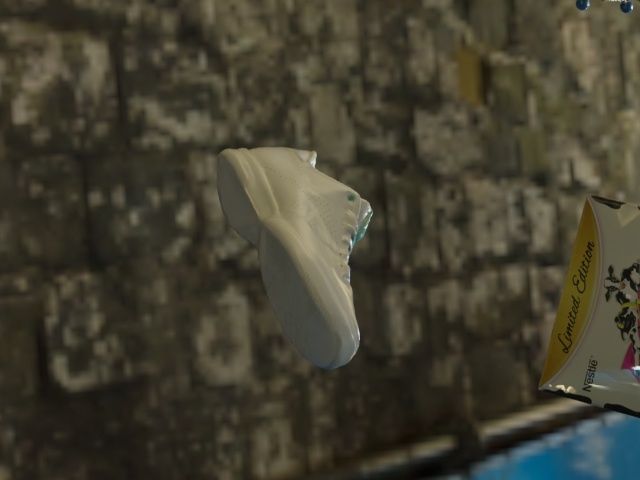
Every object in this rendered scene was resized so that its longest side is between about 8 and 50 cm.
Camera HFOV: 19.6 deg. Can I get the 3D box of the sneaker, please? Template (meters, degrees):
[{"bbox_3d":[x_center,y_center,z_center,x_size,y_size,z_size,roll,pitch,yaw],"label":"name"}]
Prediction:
[{"bbox_3d":[0.000,0.000,1.339,0.094,0.212,0.080,-10,137,-19],"label":"sneaker"}]

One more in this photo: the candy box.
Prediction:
[{"bbox_3d":[0.299,0.067,1.404,0.233,0.159,0.071,14,-178,20],"label":"candy box"}]

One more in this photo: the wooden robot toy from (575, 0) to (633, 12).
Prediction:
[{"bbox_3d":[0.253,-0.257,1.677,0.079,0.076,0.173,41,-155,24],"label":"wooden robot toy"}]
